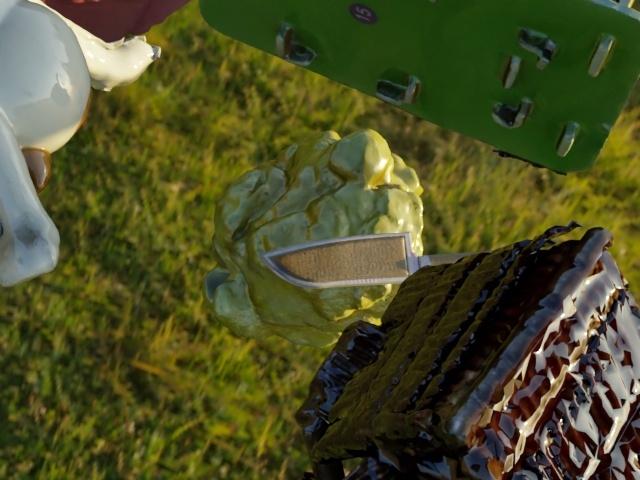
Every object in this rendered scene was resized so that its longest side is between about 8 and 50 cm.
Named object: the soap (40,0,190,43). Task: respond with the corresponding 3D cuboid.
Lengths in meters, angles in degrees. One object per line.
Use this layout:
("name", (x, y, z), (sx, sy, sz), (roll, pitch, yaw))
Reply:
("soap", (-0.135, -0.198, 0.734), (0.162, 0.250, 0.099), (-10, 65, -8))

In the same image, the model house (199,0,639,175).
("model house", (0.115, -0.287, 0.942), (0.300, 0.340, 0.323), (22, 66, 6))

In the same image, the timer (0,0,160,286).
("timer", (-0.157, -0.120, 0.487), (0.266, 0.175, 0.175), (54, 41, -29))

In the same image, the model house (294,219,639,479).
("model house", (0.073, 0.160, 0.830), (0.297, 0.282, 0.317), (26, 56, 23))

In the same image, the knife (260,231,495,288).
("knife", (0.072, 0.016, 1.272), (0.256, 0.022, 0.046), (-3, 80, -15))

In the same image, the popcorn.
("popcorn", (0.000, 0.000, 1.517), (0.235, 0.250, 0.242), (19, 79, -12))
